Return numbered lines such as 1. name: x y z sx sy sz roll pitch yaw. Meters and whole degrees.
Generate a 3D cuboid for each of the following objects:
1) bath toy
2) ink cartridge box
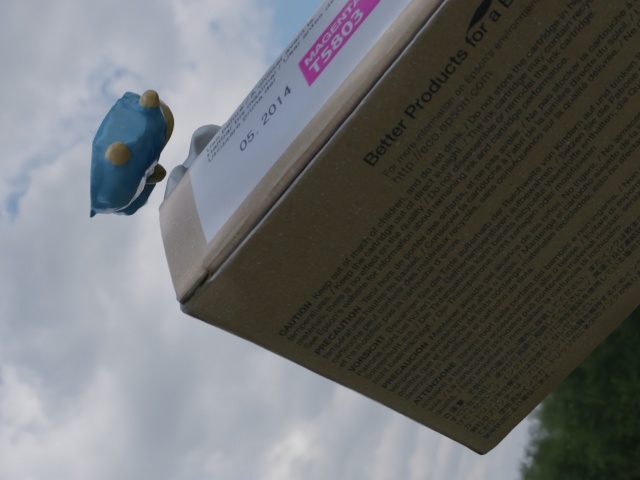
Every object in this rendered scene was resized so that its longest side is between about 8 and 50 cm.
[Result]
1. bath toy: 0.000 0.000 0.796 0.129 0.348 0.151 104 -167 -46
2. ink cartridge box: 0.074 -0.036 0.477 0.234 0.193 0.088 -48 32 17
